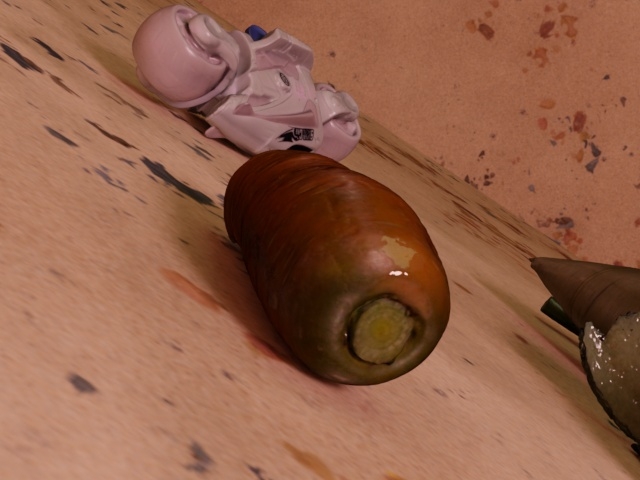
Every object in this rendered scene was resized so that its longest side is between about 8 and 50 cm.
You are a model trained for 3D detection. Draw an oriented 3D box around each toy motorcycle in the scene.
[{"bbox_3d":[-0.050,-0.110,1.039,0.254,0.112,0.112,22,15,-50],"label":"toy motorcycle"}]

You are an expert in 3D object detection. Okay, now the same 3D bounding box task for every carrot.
[{"bbox_3d":[0.000,0.000,0.611,0.087,0.087,0.193,30,10,-25],"label":"carrot"}]

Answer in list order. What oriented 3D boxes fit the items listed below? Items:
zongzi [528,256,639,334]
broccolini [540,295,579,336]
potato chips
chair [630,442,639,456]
[{"bbox_3d":[0.361,0.120,1.105,0.289,0.154,0.317,37,-1,-39],"label":"zongzi"},{"bbox_3d":[0.303,0.118,1.238,0.203,0.068,0.091,19,-5,4],"label":"broccolini"},{"bbox_3d":[0.280,0.107,0.887,0.209,0.142,0.026,11,13,10],"label":"potato chips"},{"bbox_3d":[0.313,0.140,0.747,0.172,0.158,0.247,36,8,2],"label":"chair"}]
